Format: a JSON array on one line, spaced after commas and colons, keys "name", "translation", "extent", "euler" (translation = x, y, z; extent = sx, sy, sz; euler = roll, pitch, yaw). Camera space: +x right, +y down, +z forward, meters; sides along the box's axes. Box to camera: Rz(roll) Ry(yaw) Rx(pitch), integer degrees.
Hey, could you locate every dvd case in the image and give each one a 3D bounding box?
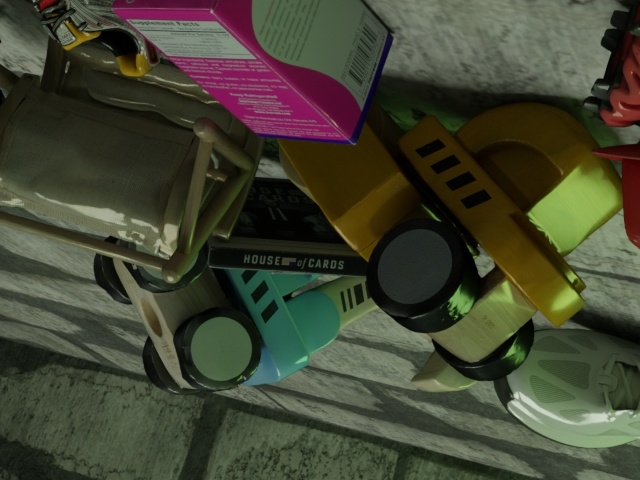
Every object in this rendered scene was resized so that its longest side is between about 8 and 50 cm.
[{"name": "dvd case", "translation": [-0.052, -0.021, 1.463], "extent": [0.179, 0.030, 0.239], "euler": [4, -158, -14]}]

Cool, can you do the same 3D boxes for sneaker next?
[{"name": "sneaker", "translation": [0.466, 0.182, 1.698], "extent": [0.447, 0.169, 0.257], "euler": [14, 157, -13]}, {"name": "sneaker", "translation": [-0.220, -0.224, 1.161], "extent": [0.225, 0.093, 0.088], "euler": [29, 161, -32]}, {"name": "sneaker", "translation": [0.270, -0.138, 0.883], "extent": [0.135, 0.098, 0.276], "euler": [18, 166, 5]}]

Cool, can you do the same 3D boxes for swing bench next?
[{"name": "swing bench", "translation": [-0.205, -0.093, 1.293], "extent": [0.253, 0.165, 0.255], "euler": [17, -166, 8]}]

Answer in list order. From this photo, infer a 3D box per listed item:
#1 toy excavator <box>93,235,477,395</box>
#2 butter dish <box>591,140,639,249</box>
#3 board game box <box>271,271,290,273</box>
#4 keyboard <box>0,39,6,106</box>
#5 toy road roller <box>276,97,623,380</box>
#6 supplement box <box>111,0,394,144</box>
[{"name": "toy excavator", "translation": [-0.018, 0.078, 1.775], "extent": [0.433, 0.445, 0.222], "euler": [63, 158, -2]}, {"name": "butter dish", "translation": [0.297, -0.008, 0.968], "extent": [0.160, 0.118, 0.160], "euler": [7, -176, -30]}, {"name": "board game box", "translation": [0.000, 0.000, 1.590], "extent": [0.194, 0.060, 0.194], "euler": [-1, -170, -33]}, {"name": "keyboard", "translation": [-0.352, -0.186, 1.302], "extent": [0.033, 0.202, 0.317], "euler": [-8, 159, -2]}, {"name": "toy road roller", "translation": [0.136, -0.048, 1.253], "extent": [0.329, 0.240, 0.202], "euler": [54, -172, 36]}, {"name": "supplement box", "translation": [-0.050, -0.179, 1.081], "extent": [0.114, 0.111, 0.220], "euler": [8, 161, 35]}]
